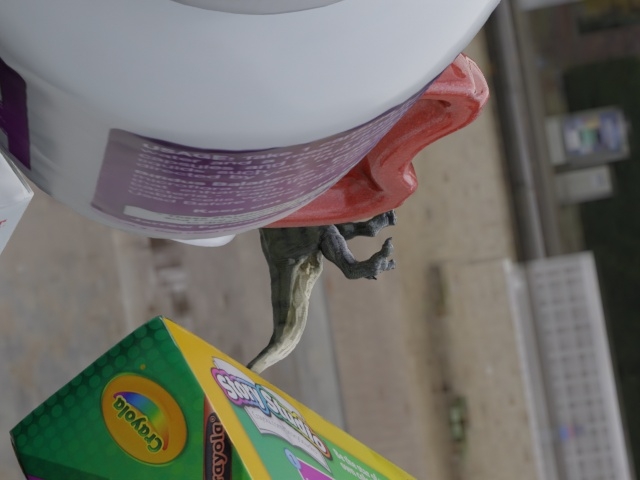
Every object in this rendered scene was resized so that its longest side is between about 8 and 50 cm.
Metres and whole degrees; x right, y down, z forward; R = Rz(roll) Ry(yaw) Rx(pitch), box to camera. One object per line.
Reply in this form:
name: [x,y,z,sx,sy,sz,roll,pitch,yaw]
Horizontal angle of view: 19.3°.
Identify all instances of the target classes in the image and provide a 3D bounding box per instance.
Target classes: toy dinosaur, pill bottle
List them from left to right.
pill bottle: [-0.031,-0.100,0.548,0.301,0.169,0.169,140,-58,-79]
toy dinosaur: [0.000,0.000,1.473,0.064,0.118,0.268,77,9,-48]

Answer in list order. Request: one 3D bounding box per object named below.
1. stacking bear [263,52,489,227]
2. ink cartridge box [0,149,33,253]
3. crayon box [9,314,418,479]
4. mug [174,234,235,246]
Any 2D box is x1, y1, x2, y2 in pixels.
stacking bear: [-0.041,-0.168,0.914,0.175,0.164,0.289,128,-45,-65]
ink cartridge box: [-0.254,0.013,1.052,0.072,0.127,0.175,55,-43,17]
crayon box: [0.007,0.156,0.772,0.278,0.081,0.165,39,15,-54]
mug: [-0.094,-0.206,1.850,0.276,0.328,0.374,39,16,16]
